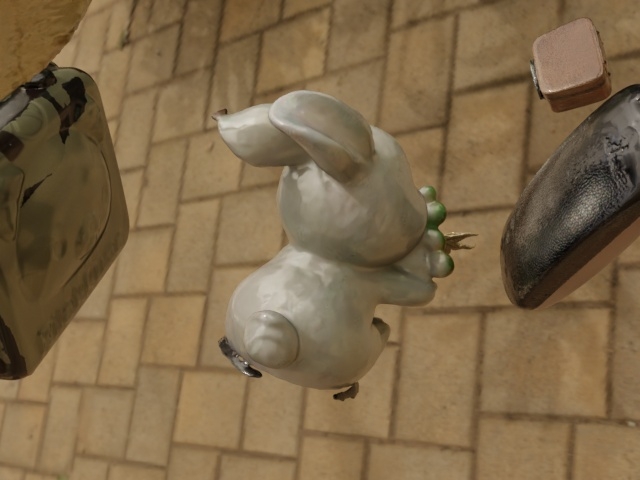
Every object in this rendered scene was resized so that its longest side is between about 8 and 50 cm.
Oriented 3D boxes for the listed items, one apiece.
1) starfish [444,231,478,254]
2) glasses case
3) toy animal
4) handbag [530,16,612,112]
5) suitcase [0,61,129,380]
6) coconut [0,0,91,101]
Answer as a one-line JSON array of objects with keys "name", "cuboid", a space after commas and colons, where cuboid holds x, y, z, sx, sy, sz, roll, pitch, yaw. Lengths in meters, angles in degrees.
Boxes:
[{"name": "starfish", "cuboid": [0.161, 0.000, 1.165, 0.092, 0.086, 0.016, -20, 52, 35]}, {"name": "glasses case", "cuboid": [0.259, -0.032, 0.890, 0.314, 0.075, 0.122, 117, 155, -57]}, {"name": "toy animal", "cuboid": [0.002, -0.001, 0.941, 0.182, 0.247, 0.310, 32, 112, 42]}, {"name": "handbag", "cuboid": [0.508, -0.357, 1.833, 0.151, 0.072, 0.194, -17, 51, 25]}, {"name": "suitcase", "cuboid": [-0.349, -0.051, 0.980, 0.193, 0.339, 0.352, 1, 32, 12]}, {"name": "coconut", "cuboid": [-0.311, -0.227, 0.525, 0.297, 0.297, 0.310, -32, 84, 32]}]
